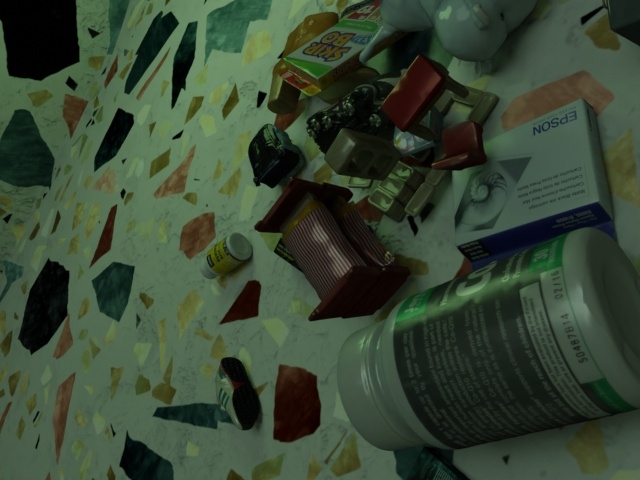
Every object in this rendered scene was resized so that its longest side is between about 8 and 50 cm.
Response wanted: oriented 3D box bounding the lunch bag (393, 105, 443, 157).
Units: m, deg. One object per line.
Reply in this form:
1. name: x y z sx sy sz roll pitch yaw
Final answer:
1. lunch bag: 0.160 -0.174 1.107 0.071 0.053 0.083 -20 43 34

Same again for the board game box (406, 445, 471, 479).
1. board game box: 0.146 0.396 0.923 0.126 0.026 0.186 33 98 49

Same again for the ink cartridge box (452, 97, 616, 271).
1. ink cartridge box: 0.289 -0.058 0.955 0.223 0.045 0.224 -22 58 41

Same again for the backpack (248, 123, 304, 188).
1. backpack: -0.095 -0.175 1.404 0.105 0.084 0.114 -44 50 25

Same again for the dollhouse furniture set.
1. dollhouse furniture set: 0.086 -0.076 1.019 0.374 0.152 0.201 -53 56 27

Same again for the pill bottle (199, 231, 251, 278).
1. pill bottle: -0.206 0.037 1.447 0.116 0.065 0.065 -35 50 34

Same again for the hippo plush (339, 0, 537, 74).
1. hippo plush: 0.201 -0.399 1.059 0.294 0.234 0.236 -42 55 -1

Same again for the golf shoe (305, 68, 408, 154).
1. golf shoe: 0.072 -0.226 1.243 0.120 0.105 0.273 -42 13 -26

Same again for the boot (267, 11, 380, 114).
1. boot: 0.014 -0.375 1.365 0.295 0.104 0.211 -4 64 42

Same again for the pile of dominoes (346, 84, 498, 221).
1. pile of dominoes: 0.171 -0.155 1.156 0.251 0.040 0.196 -55 40 2

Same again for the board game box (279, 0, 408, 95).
1. board game box: 0.049 -0.364 1.264 0.259 0.039 0.124 -38 45 -11

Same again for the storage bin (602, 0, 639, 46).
1. storage bin: 0.413 -0.302 0.868 0.098 0.135 0.091 -10 76 51

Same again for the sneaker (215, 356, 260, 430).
1. sneaker: -0.164 0.304 1.298 0.075 0.057 0.161 -62 38 33

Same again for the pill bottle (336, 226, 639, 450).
1. pill bottle: 0.206 0.140 0.834 0.361 0.204 0.204 -28 54 37

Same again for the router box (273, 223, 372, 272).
1. router box: 0.000 0.000 1.249 0.179 0.046 0.133 31 96 50
